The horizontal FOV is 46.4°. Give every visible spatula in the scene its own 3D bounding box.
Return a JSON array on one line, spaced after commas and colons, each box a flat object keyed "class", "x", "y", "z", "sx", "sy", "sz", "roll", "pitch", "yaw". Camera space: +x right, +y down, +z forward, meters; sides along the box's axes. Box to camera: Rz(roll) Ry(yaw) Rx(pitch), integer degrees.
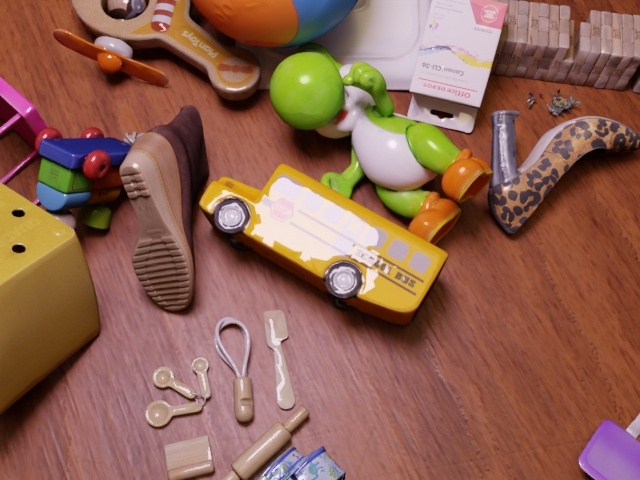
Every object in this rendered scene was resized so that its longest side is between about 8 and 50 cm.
[{"class": "spatula", "x": 0.458, "y": 0.221, "z": 1.021, "sx": 0.084, "sy": 0.030, "sz": 0.296, "roll": 40, "pitch": 69, "yaw": 14}]

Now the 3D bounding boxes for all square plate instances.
[{"class": "square plate", "x": 0.029, "y": -0.420, "z": 1.248, "sx": 0.344, "sy": 0.049, "sz": 0.347, "roll": 0, "pitch": 79, "yaw": 0}]

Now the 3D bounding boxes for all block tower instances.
[{"class": "block tower", "x": 0.416, "y": -0.321, "z": 1.235, "sx": 0.335, "sy": 0.091, "sz": 0.097, "roll": 9, "pitch": 65, "yaw": 3}]

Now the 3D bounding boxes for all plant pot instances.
[{"class": "plant pot", "x": -0.415, "y": 0.053, "z": 0.933, "sx": 0.212, "sy": 0.187, "sz": 0.212, "roll": 30, "pitch": 39, "yaw": 12}]

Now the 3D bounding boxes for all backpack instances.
[{"class": "backpack", "x": -0.029, "y": 0.304, "z": 0.921, "sx": 0.114, "sy": 0.105, "sz": 0.084, "roll": -37, "pitch": 72, "yaw": -20}]

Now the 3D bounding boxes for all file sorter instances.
[{"class": "file sorter", "x": -0.534, "y": -0.164, "z": 1.066, "sx": 0.290, "sy": 0.202, "sz": 0.182, "roll": 40, "pitch": 73, "yaw": 15}]

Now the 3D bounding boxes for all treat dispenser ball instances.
[{"class": "treat dispenser ball", "x": -0.067, "y": -0.424, "z": 1.075, "sx": 0.288, "sy": 0.288, "sz": 0.288, "roll": 1, "pitch": 65, "yaw": -2}]

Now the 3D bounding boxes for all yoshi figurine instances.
[{"class": "yoshi figurine", "x": 0.057, "y": -0.153, "z": 1.085, "sx": 0.203, "sy": 0.203, "sz": 0.362, "roll": -44, "pitch": 74, "yaw": -8}]

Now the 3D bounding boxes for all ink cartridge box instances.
[{"class": "ink cartridge box", "x": 0.209, "y": -0.275, "z": 1.165, "sx": 0.115, "sy": 0.067, "sz": 0.198, "roll": 15, "pitch": 101, "yaw": 9}]

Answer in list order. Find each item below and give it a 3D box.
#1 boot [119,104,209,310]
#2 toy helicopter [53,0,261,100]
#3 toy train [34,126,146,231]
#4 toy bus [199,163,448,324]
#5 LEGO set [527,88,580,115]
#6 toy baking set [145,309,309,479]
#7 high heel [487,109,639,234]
[{"class": "boot", "x": -0.196, "y": -0.049, "z": 1.068, "sx": 0.090, "sy": 0.248, "sz": 0.207, "roll": 0, "pitch": 28, "yaw": 17}, {"class": "toy helicopter", "x": -0.252, "y": -0.328, "z": 1.189, "sx": 0.355, "sy": 0.140, "sz": 0.235, "roll": 36, "pitch": 71, "yaw": 11}, {"class": "toy train", "x": -0.310, "y": -0.082, "z": 1.088, "sx": 0.105, "sy": 0.248, "sz": 0.143, "roll": 25, "pitch": 107, "yaw": 18}, {"class": "toy bus", "x": 0.000, "y": 0.000, "z": 1.048, "sx": 0.333, "sy": 0.108, "sz": 0.130, "roll": 29, "pitch": 79, "yaw": 11}, {"class": "LEGO set", "x": 0.383, "y": -0.225, "z": 1.231, "sx": 0.083, "sy": 0.023, "sz": 0.054, "roll": 23, "pitch": 64, "yaw": 22}, {"class": "toy baking set", "x": -0.117, "y": 0.209, "z": 1.002, "sx": 0.256, "sy": 0.030, "sz": 0.197, "roll": -36, "pitch": 71, "yaw": -17}, {"class": "high heel", "x": 0.380, "y": -0.096, "z": 1.150, "sx": 0.261, "sy": 0.093, "sz": 0.186, "roll": 3, "pitch": 83, "yaw": -10}]
